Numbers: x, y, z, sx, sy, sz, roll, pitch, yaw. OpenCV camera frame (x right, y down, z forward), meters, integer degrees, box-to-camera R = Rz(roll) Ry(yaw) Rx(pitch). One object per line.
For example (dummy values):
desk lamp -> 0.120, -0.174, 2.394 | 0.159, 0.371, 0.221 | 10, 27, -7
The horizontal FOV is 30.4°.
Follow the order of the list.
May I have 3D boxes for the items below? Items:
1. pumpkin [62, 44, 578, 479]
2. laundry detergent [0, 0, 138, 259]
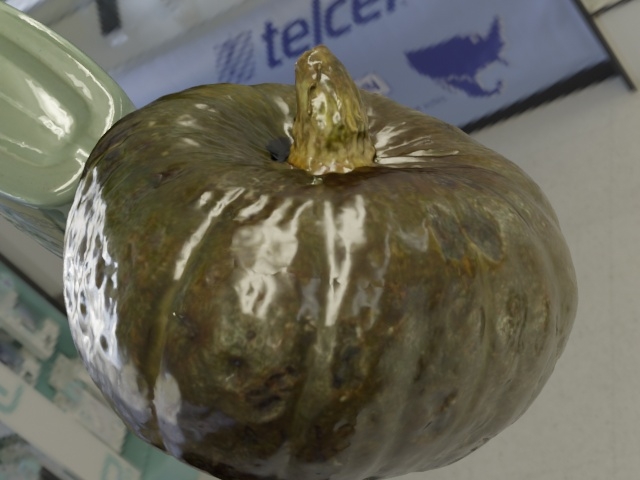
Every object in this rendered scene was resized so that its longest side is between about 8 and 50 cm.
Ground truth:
pumpkin -> 0.000, 0.000, 0.493 | 0.219, 0.218, 0.162 | -135, 49, -58
laundry detergent -> -0.184, -0.057, 0.805 | 0.105, 0.214, 0.280 | -57, -11, -9
